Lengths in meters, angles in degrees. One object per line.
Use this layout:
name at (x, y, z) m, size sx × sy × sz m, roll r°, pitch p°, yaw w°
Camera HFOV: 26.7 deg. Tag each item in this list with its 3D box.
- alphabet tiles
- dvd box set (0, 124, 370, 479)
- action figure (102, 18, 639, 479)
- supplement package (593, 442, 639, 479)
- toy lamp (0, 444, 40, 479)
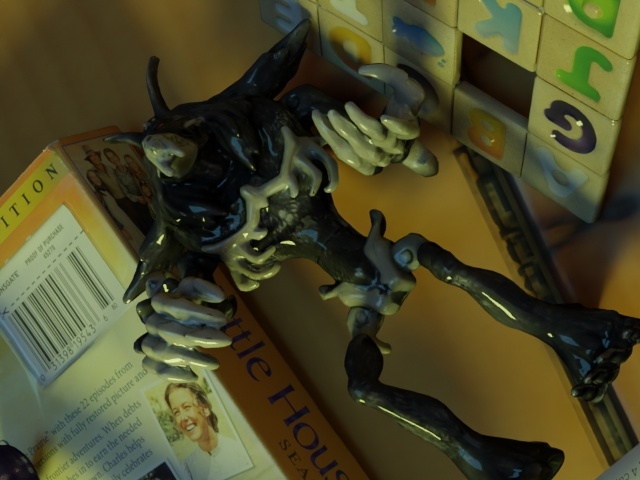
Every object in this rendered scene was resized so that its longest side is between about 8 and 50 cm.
alphabet tiles at (0.027, -0.120, 0.560) m, size 0.237 × 0.009 × 0.198 m, roll 34°, pitch 157°, yaw 21°
dvd box set at (-0.097, 0.192, 0.754) m, size 0.307 × 0.062 × 0.420 m, roll -42°, pitch 81°, yaw 32°
action figure at (0.000, 0.000, 0.591) m, size 0.275 × 0.141 × 0.164 m, roll 34°, pitch 92°, yaw 16°
supplement package at (0.220, 0.130, 0.457) m, size 0.194 × 0.149 × 0.203 m, roll -49°, pitch 55°, yaw 32°
toy lamp at (-0.068, 0.189, 0.651) m, size 0.274 × 0.080 × 0.080 m, roll 24°, pitch 114°, yaw 22°
